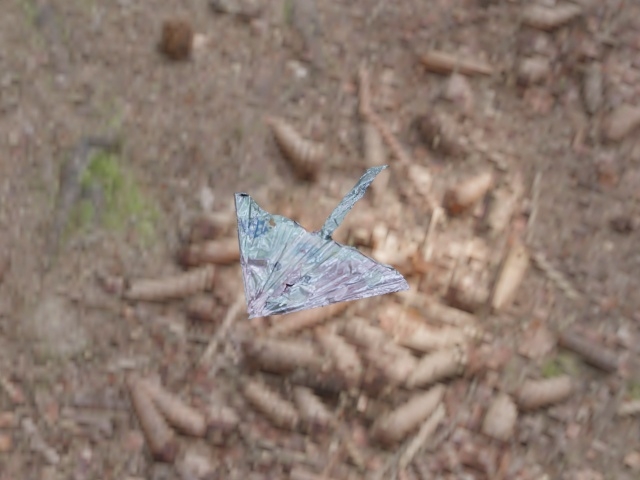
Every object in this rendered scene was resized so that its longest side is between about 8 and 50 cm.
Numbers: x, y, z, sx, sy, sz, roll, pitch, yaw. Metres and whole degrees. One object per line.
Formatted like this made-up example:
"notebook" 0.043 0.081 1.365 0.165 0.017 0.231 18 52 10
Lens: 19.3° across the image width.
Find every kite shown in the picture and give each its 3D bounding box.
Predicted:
"kite" 0.000 0.000 1.206 0.139 0.011 0.157 27 56 19
